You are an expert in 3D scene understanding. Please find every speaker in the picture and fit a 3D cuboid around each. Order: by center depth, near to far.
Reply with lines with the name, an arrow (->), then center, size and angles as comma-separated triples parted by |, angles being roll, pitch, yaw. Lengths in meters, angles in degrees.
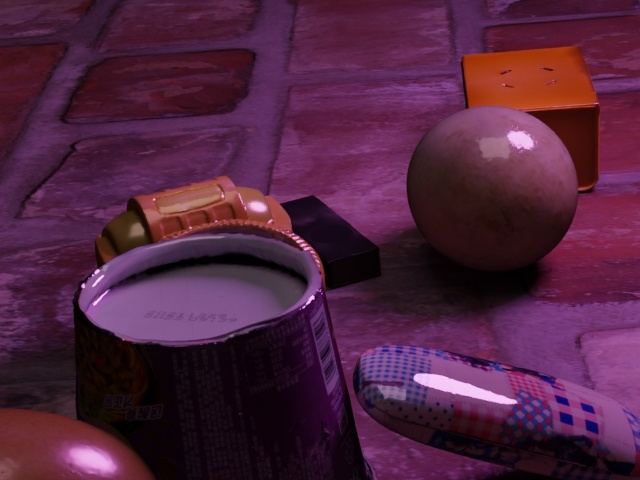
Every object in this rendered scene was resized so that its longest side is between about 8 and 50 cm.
speaker -> 0.000, 0.000, 2.268 | 0.082, 0.044, 0.218 | -15, 26, -20

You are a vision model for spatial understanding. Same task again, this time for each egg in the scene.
egg -> -0.295, 0.274, 1.464 | 0.323, 0.250, 0.250 | -16, 26, -19
egg -> 0.221, -0.074, 2.180 | 0.219, 0.218, 0.295 | -10, 16, -10

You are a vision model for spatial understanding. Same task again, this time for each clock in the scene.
clock -> -0.121, 0.069, 1.980 | 0.244, 0.200, 0.317 | -18, 35, -17

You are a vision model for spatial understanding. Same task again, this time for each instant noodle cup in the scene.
instant noodle cup -> -0.116, 0.161, 1.667 | 0.340, 0.265, 0.340 | -6, 24, 3

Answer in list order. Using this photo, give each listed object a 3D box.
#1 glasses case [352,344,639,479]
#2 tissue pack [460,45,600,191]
glasses case -> 0.190, 0.179, 1.682 | 0.328, 0.076, 0.125 | 14, 24, -13
tissue pack -> 0.315, -0.184, 2.495 | 0.195, 0.145, 0.274 | -2, 24, 4
